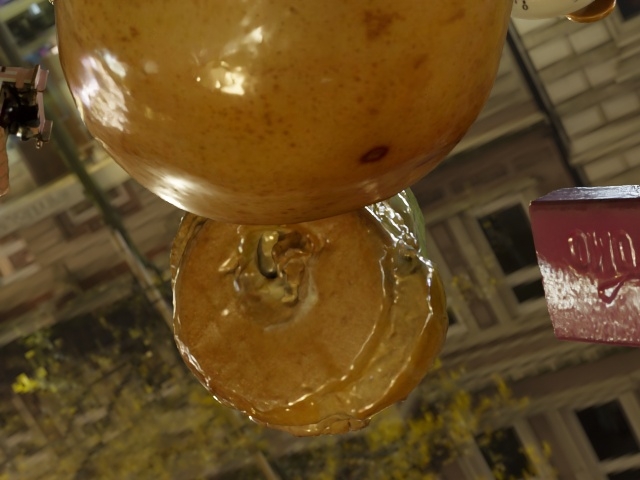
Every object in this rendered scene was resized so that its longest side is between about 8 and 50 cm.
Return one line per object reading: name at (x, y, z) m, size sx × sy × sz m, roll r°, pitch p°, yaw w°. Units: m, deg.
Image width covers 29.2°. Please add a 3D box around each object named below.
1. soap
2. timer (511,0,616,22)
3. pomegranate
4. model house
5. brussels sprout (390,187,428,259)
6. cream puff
soap at (0.365, 0.028, 1.393) m, size 0.081 × 0.181 × 0.259 m, roll -21°, pitch -166°, yaw -37°
timer at (0.300, -0.424, 1.698) m, size 0.234 × 0.240 × 0.233 m, roll -9°, pitch -131°, yaw 11°
pomegranate at (-0.045, -0.218, 0.945) m, size 0.417 × 0.416 × 0.416 m, roll -27°, pitch -167°, yaw 7°
model house at (-0.561, -0.135, 1.758) m, size 0.326 × 0.169 × 0.244 m, roll 5°, pitch -137°, yaw -8°
brussels sprout at (0.005, -0.001, 1.717) m, size 0.281 × 0.289 × 0.355 m, roll -47°, pitch -161°, yaw -13°
cream puff at (-0.006, 0.060, 1.431) m, size 0.343 × 0.327 × 0.231 m, roll 10°, pitch 180°, yaw 19°
